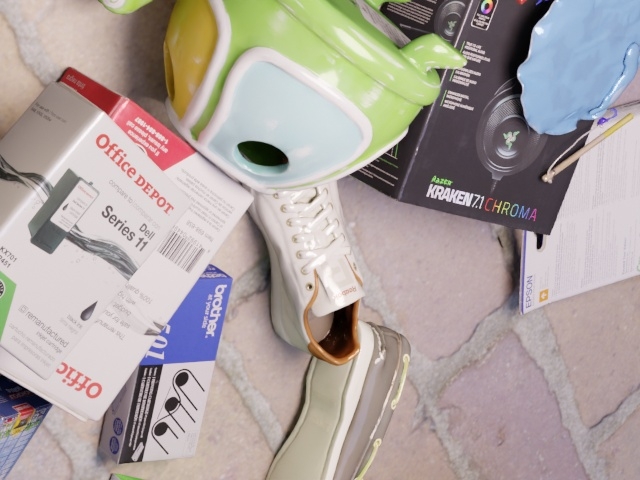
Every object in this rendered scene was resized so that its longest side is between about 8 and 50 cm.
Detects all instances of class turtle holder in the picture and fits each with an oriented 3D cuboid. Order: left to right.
[{"bbox_3d":[-0.046,-0.179,1.633,0.227,0.243,0.320,-48,143,14],"label":"turtle holder"}]

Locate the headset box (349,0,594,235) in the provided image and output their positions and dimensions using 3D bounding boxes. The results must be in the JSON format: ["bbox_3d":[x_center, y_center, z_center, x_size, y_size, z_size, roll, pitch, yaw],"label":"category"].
[{"bbox_3d":[0.178,-0.173,1.877,0.246,0.131,0.283,12,103,-41],"label":"headset box"}]

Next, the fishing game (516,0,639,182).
[{"bbox_3d":[0.269,-0.198,1.823,0.189,0.041,0.264,-39,138,-17],"label":"fishing game"}]

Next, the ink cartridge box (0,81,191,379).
[{"bbox_3d":[-0.233,-0.009,1.509,0.208,0.087,0.153,-52,136,-8],"label":"ink cartridge box"}]

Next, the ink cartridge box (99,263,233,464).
[{"bbox_3d":[-0.161,0.128,1.817,0.097,0.046,0.207,-1,111,-38],"label":"ink cartridge box"}]

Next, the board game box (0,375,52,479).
[{"bbox_3d":[-0.362,0.233,1.660,0.194,0.060,0.194,-62,164,13],"label":"board game box"}]

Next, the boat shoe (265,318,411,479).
[{"bbox_3d":[0.016,0.236,1.964,0.091,0.109,0.305,16,97,-36],"label":"boat shoe"}]

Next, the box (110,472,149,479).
[{"bbox_3d":[-0.154,0.408,1.814,0.127,0.262,0.231,21,98,-41],"label":"box"}]

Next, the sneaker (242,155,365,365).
[{"bbox_3d":[0.000,0.000,1.831,0.106,0.123,0.290,-26,123,-24],"label":"sneaker"}]

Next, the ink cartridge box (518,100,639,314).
[{"bbox_3d":[0.315,-0.041,2.103,0.224,0.045,0.223,-16,119,-30],"label":"ink cartridge box"}]

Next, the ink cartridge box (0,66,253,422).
[{"bbox_3d":[-0.226,0.007,1.663,0.197,0.114,0.273,38,84,-42],"label":"ink cartridge box"}]
